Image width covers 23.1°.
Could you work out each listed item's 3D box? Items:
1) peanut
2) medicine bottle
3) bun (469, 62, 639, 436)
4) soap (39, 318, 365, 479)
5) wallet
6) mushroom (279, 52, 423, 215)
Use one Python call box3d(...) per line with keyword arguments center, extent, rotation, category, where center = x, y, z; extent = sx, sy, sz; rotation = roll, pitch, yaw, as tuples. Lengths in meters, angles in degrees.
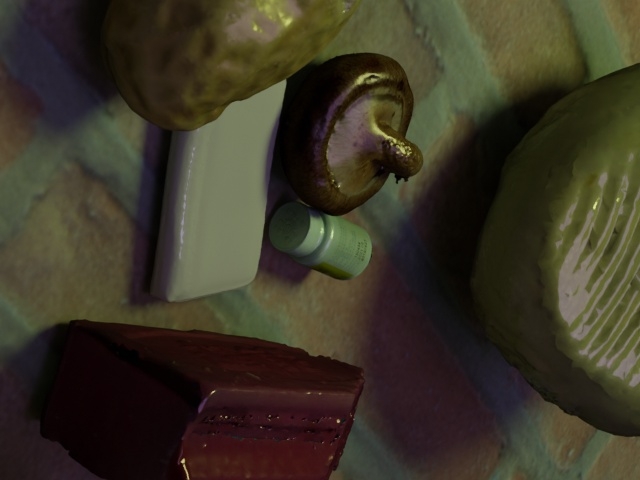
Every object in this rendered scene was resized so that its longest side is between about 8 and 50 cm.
box3d(center=(-0.028, -0.205, 1.013), extent=(0.147, 0.147, 0.305), rotation=(29, 90, -51), category="peanut")
box3d(center=(0.000, 0.000, 1.216), extent=(0.083, 0.047, 0.047), rotation=(23, 93, -51), category="medicine bottle")
box3d(center=(0.286, -0.001, 1.398), extent=(0.362, 0.234, 0.326), rotation=(-8, 110, -28), category="bun")
box3d(center=(-0.067, 0.128, 1.131), extent=(0.250, 0.162, 0.099), rotation=(11, 96, -52), category="soap")
box3d(center=(-0.073, -0.046, 1.123), extent=(0.095, 0.033, 0.190), rotation=(-11, 118, -46), category="wallet")
box3d(center=(0.022, -0.081, 1.165), extent=(0.127, 0.087, 0.127), rotation=(-29, 130, -41), category="mushroom")
